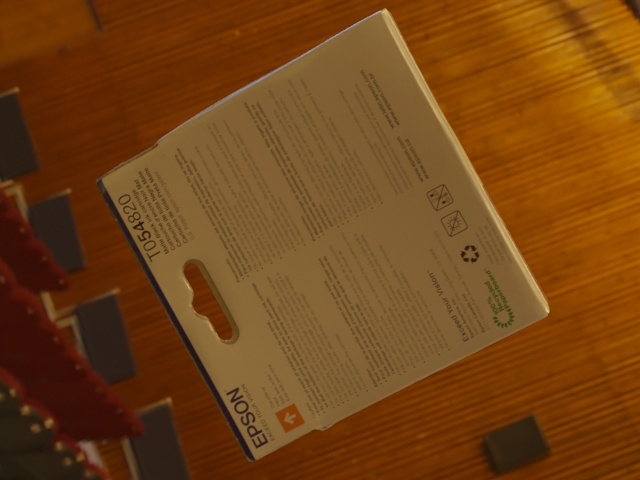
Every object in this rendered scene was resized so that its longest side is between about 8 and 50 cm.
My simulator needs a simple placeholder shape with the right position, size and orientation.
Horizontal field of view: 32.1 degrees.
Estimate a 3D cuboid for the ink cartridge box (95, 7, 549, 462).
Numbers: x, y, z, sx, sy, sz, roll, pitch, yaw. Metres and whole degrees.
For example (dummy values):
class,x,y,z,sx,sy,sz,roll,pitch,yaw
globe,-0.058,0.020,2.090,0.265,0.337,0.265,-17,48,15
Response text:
class,x,y,z,sx,sy,sz,roll,pitch,yaw
ink cartridge box,0.000,0.000,0.730,0.223,0.224,0.045,62,12,-1
